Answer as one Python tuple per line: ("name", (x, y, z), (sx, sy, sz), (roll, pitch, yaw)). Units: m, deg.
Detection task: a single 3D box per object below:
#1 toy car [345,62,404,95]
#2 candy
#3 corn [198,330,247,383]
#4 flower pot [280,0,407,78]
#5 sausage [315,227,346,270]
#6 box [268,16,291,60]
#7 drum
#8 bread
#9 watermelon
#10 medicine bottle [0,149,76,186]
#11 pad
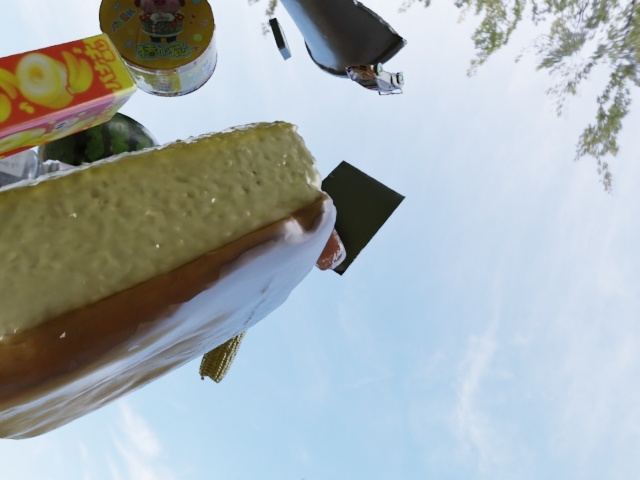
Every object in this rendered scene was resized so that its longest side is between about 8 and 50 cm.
("toy car", (0.091, -0.266, 0.712), (0.059, 0.122, 0.035), (11, -77, 37))
("candy", (-0.399, -0.173, 0.563), (0.146, 0.276, 0.087), (-8, -65, 49))
("corn", (-0.223, 0.230, 1.055), (0.080, 0.238, 0.080), (19, -18, 6))
("flower pot", (0.030, -0.595, 0.975), (0.380, 0.251, 0.378), (-7, -100, 40))
("sausage", (0.000, 0.000, 0.662), (0.054, 0.059, 0.094), (-25, -112, -4))
("box", (-0.136, -0.684, 1.466), (0.031, 0.091, 0.125), (-19, -103, 11))
("drum", (-0.614, -0.789, 1.671), (0.431, 0.431, 0.214), (54, -15, 0))
("bread", (-0.177, 0.054, 0.420), (0.143, 0.333, 0.323), (59, -29, 12))
("watermelon", (-0.520, -0.174, 1.039), (0.286, 0.285, 0.284), (12, -64, 26))
("medicine bottle", (-0.551, -0.091, 0.732), (0.165, 0.274, 0.164), (-19, -118, 40))
("pad", (0.063, -0.083, 1.296), (0.248, 0.367, 0.007), (33, -31, 16))
